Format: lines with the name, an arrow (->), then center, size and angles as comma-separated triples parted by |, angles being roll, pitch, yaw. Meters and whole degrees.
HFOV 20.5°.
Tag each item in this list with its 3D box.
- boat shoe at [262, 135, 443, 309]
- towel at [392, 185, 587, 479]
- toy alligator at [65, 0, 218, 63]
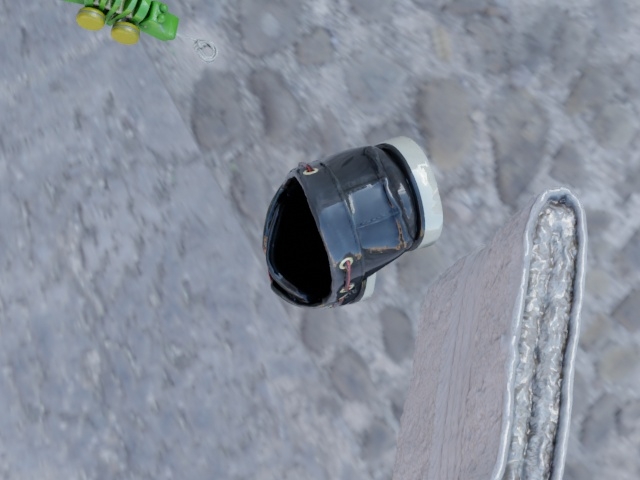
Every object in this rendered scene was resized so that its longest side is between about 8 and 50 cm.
boat shoe -> -0.001, -0.002, 0.574 | 0.042, 0.133, 0.049 | -19, 85, -16
towel -> 0.084, 0.125, 1.004 | 0.049, 0.187, 0.282 | 15, 68, -14
toy alligator -> -0.178, -0.226, 1.754 | 0.190, 0.051, 0.056 | 20, 66, -20
